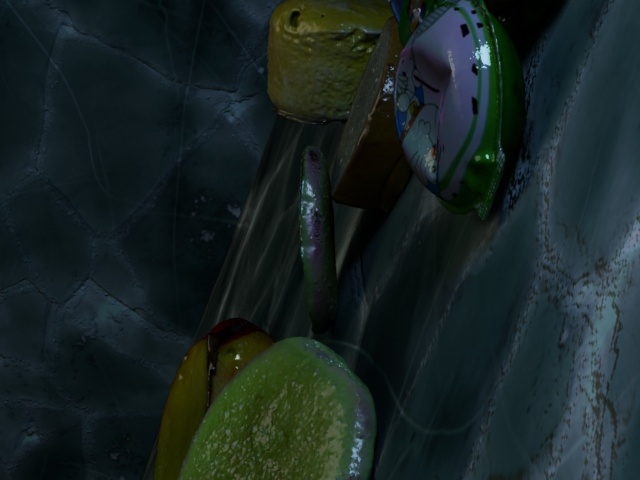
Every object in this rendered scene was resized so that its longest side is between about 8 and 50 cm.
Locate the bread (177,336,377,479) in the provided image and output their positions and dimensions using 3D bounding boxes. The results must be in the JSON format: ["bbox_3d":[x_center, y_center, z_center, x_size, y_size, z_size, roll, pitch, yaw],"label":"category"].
[{"bbox_3d":[-0.060,0.233,1.571,0.301,0.045,0.301,-35,40,35],"label":"bread"}]

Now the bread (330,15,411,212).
[{"bbox_3d":[0.077,-0.145,1.845,0.236,0.070,0.236,-161,90,-83],"label":"bread"}]

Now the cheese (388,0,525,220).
[{"bbox_3d":[0.107,-0.153,1.406,0.204,0.083,0.320,105,155,-44],"label":"cheese"}]

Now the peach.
[{"bbox_3d":[-0.104,0.227,1.817,0.154,0.159,0.267,-39,40,38],"label":"peach"}]

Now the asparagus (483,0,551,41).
[{"bbox_3d":[0.168,-0.218,1.430,0.287,0.080,0.080,141,147,-64],"label":"asparagus"}]

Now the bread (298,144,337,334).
[{"bbox_3d":[0.000,0.000,1.891,0.228,0.033,0.228,-1,-90,-86],"label":"bread"}]

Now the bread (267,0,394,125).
[{"bbox_3d":[0.024,-0.244,2.083,0.197,0.197,0.170,-93,11,-69],"label":"bread"}]
